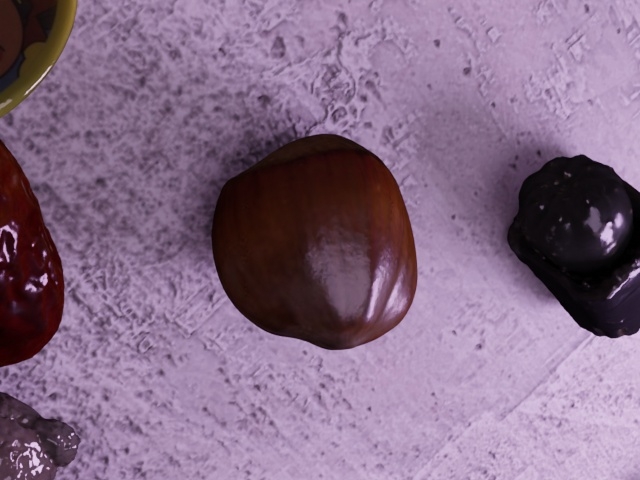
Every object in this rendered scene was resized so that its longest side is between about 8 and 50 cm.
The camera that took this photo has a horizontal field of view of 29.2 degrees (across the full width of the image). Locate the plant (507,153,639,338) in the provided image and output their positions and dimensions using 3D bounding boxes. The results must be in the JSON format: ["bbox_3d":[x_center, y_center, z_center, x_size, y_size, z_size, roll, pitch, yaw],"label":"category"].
[{"bbox_3d":[0.306,0.004,1.365,0.142,0.164,0.256,-42,139,-4],"label":"plant"}]

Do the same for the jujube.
[{"bbox_3d":[-0.315,0.003,1.019,0.190,0.190,0.255,-41,141,-10],"label":"jujube"}]

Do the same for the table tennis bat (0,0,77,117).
[{"bbox_3d":[-0.266,-0.233,0.959,0.224,0.054,0.369,36,72,6],"label":"table tennis bat"}]

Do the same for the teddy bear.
[{"bbox_3d":[-0.358,0.179,1.067,0.236,0.151,0.267,-30,125,28],"label":"teddy bear"}]

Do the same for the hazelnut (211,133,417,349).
[{"bbox_3d":[0.006,-0.004,1.170,0.210,0.210,0.186,9,109,-31],"label":"hazelnut"}]
